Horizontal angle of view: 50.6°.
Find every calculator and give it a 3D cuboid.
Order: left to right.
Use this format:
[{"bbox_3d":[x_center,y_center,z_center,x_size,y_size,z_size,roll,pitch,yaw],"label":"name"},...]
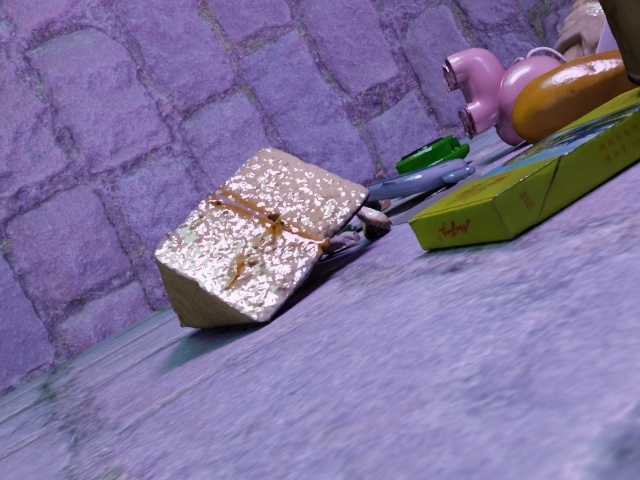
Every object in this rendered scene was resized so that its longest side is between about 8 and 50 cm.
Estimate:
[{"bbox_3d":[0.196,-0.123,1.397,0.185,0.041,0.299,-21,7,-31],"label":"calculator"}]

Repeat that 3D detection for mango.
[{"bbox_3d":[0.389,-0.213,1.011,0.147,0.109,0.227,1,-17,-41],"label":"mango"}]

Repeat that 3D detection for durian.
[{"bbox_3d":[0.088,-0.038,1.151,0.052,0.066,0.130,-30,14,3],"label":"durian"}]

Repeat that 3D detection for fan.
[{"bbox_3d":[0.260,-0.106,1.197,0.310,0.010,0.182,-32,5,-15],"label":"fan"}]

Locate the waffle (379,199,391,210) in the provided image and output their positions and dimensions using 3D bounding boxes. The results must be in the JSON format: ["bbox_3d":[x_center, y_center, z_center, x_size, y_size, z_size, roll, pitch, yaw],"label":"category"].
[{"bbox_3d":[0.116,-0.069,1.660,0.092,0.021,0.135,-31,5,-36],"label":"waffle"}]

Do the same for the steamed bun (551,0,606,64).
[{"bbox_3d":[0.714,-0.502,1.631,0.372,0.230,0.325,-28,7,-24],"label":"steamed bun"}]

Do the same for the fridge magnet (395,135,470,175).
[{"bbox_3d":[0.268,-0.191,1.668,0.208,0.088,0.208,-28,4,2],"label":"fridge magnet"}]

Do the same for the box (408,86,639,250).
[{"bbox_3d":[0.267,-0.090,0.713,0.335,0.047,0.187,-30,5,-16],"label":"box"}]

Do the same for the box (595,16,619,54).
[{"bbox_3d":[0.650,-0.453,1.257,0.203,0.116,0.274,-30,-33,-11],"label":"box"}]

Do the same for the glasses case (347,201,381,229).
[{"bbox_3d":[0.079,-0.052,1.483,0.076,0.049,0.197,-25,5,24],"label":"glasses case"}]

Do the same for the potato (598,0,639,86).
[{"bbox_3d":[0.452,-0.366,0.600,0.442,0.319,0.385,-15,20,32],"label":"potato"}]

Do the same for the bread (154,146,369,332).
[{"bbox_3d":[-0.097,0.043,1.124,0.346,0.242,0.405,-53,-16,-31],"label":"bread"}]

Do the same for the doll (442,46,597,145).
[{"bbox_3d":[0.406,-0.309,1.352,0.268,0.216,0.284,-22,2,4],"label":"doll"}]

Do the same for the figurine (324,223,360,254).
[{"bbox_3d":[0.000,0.000,1.256,0.083,0.083,0.187,-31,12,-34],"label":"figurine"}]
